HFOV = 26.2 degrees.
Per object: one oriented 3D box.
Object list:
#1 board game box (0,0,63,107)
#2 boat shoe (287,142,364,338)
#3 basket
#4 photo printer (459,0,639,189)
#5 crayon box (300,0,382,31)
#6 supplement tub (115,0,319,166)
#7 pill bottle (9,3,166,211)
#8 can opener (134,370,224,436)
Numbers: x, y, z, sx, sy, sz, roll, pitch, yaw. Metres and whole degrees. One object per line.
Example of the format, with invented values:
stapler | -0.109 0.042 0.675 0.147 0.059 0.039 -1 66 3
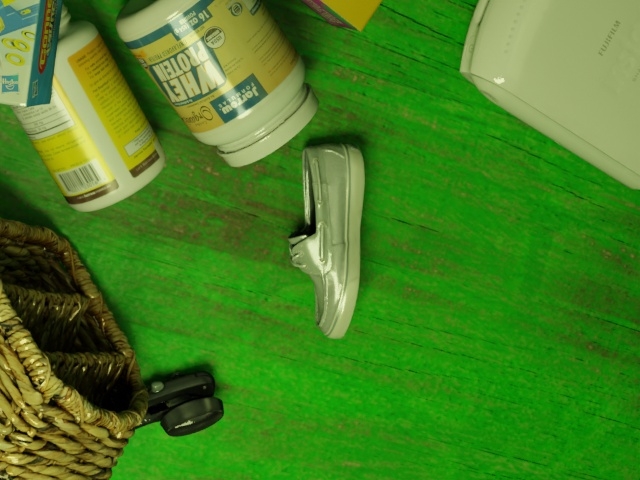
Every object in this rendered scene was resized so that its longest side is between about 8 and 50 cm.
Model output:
board game box | -0.393 -0.299 1.293 0.308 0.086 0.302 9 99 2
boat shoe | 0.000 0.000 1.582 0.081 0.079 0.227 2 95 -15
basket | -0.270 0.115 1.346 0.213 0.299 0.223 25 88 13
photo printer | 0.326 -0.238 1.635 0.307 0.107 0.256 29 90 -24
crayon box | -0.019 -0.454 1.455 0.363 0.106 0.313 34 88 -24
supplement tub | -0.106 -0.193 1.457 0.144 0.144 0.199 -40 112 -9
pill bottle | -0.257 -0.145 1.423 0.117 0.117 0.215 -32 111 -12
can opener | -0.204 0.191 1.550 0.186 0.073 0.059 -12 114 -9
